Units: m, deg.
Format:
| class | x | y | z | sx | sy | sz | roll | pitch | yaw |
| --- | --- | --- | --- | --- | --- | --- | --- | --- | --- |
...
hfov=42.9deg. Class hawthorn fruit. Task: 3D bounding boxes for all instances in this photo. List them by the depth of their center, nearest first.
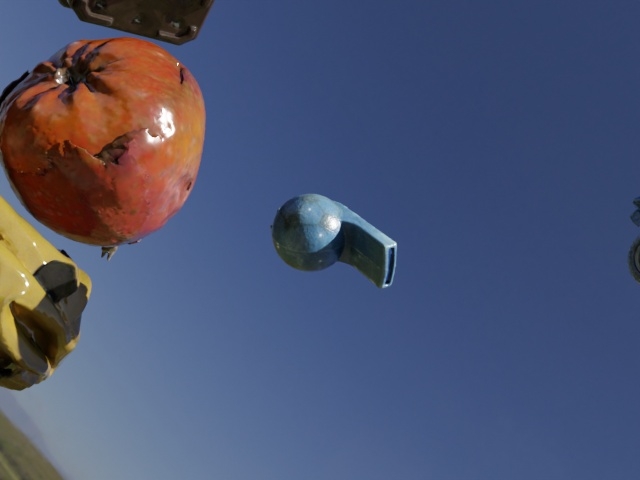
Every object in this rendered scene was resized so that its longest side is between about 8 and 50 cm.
| class | x | y | z | sx | sy | sz | roll | pitch | yaw |
| --- | --- | --- | --- | --- | --- | --- | --- | --- | --- |
| hawthorn fruit | -0.282 | -0.100 | 1.065 | 0.276 | 0.276 | 0.307 | 36 | -39 | 29 |

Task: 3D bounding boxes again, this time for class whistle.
| class | x | y | z | sx | sy | sz | roll | pitch | yaw |
| --- | --- | --- | --- | --- | --- | --- | --- | --- | --- |
| whistle | 0.000 | 0.000 | 0.846 | 0.158 | 0.090 | 0.090 | 39 | -27 | 46 |

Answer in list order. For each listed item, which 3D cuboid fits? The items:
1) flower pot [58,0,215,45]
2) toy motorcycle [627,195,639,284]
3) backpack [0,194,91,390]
| class | x | y | z | sx | sy | sz | roll | pitch | yaw |
| --- | --- | --- | --- | --- | --- | --- | --- | --- | --- |
| flower pot | -0.262 | -0.370 | 1.194 | 0.179 | 0.251 | 0.084 | -53 | -139 | 38 |
| toy motorcycle | 0.431 | -0.002 | 0.816 | 0.255 | 0.135 | 0.092 | 6 | -21 | 46 |
| backpack | -0.447 | 0.031 | 1.007 | 0.378 | 0.201 | 0.353 | -13 | -62 | 53 |
